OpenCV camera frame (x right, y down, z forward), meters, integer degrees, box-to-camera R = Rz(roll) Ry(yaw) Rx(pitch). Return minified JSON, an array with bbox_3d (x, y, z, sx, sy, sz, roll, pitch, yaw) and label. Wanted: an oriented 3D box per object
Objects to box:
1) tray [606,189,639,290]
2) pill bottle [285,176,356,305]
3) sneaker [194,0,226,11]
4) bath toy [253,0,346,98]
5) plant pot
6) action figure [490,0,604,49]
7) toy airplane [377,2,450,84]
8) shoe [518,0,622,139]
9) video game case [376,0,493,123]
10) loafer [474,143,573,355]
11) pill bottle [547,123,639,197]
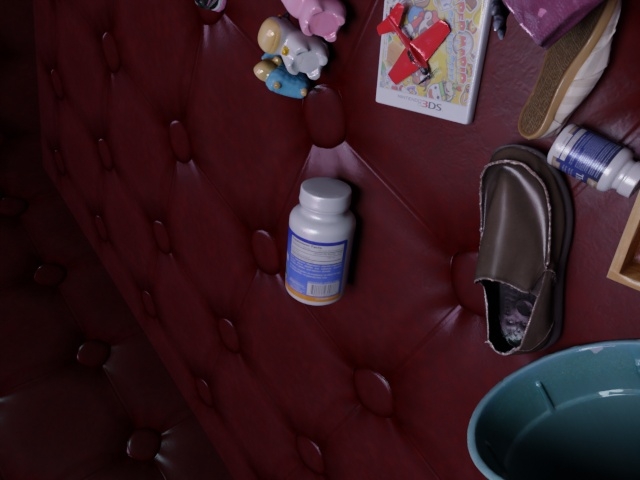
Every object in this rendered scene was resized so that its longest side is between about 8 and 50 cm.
[{"bbox_3d":[0.577,0.031,0.555,0.411,0.076,0.203,29,128,39],"label":"tray"},{"bbox_3d":[0.000,0.000,1.143,0.152,0.152,0.272,31,129,36],"label":"pill bottle"},{"bbox_3d":[-0.268,-0.646,1.201,0.072,0.077,0.178,29,127,37],"label":"sneaker"},{"bbox_3d":[-0.020,-0.450,0.979,0.348,0.151,0.129,-47,36,48],"label":"bath toy"},{"bbox_3d":[0.439,0.372,0.704,0.341,0.341,0.334,-19,102,51],"label":"plant pot"},{"bbox_3d":[0.367,-0.370,0.554,0.370,0.276,0.248,-21,103,32],"label":"action figure"},{"bbox_3d":[0.151,-0.342,0.860,0.151,0.028,0.151,27,128,40],"label":"toy airplane"},{"bbox_3d":[0.355,-0.243,0.700,0.076,0.058,0.219,-108,29,-49],"label":"shoe"},{"bbox_3d":[0.189,-0.335,0.863,0.206,0.026,0.227,28,127,38],"label":"video game case"},{"bbox_3d":[0.320,0.031,0.804,0.133,0.130,0.366,4,110,48],"label":"loafer"},{"bbox_3d":[0.392,-0.111,0.703,0.120,0.067,0.067,40,134,31],"label":"pill bottle"}]
